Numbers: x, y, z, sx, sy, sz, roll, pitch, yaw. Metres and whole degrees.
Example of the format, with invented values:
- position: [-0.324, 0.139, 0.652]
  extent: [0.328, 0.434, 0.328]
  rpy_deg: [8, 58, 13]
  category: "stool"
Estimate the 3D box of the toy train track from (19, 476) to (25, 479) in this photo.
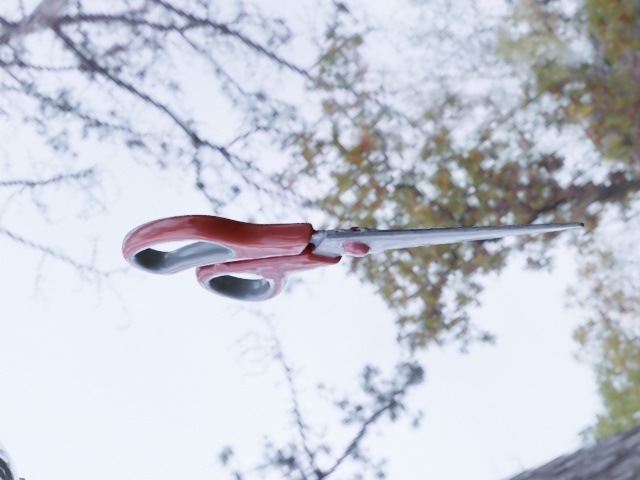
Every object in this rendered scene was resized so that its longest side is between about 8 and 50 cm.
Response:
- position: [-0.181, 0.118, 0.688]
  extent: [0.083, 0.048, 0.014]
  rpy_deg: [55, -146, -30]
  category: "toy train track"

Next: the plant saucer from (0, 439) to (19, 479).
- position: [-0.262, -0.003, 0.291]
  extent: [0.400, 0.400, 0.100]
  rpy_deg: [10, -88, -44]
  category: "plant saucer"

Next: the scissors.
- position: [0.000, 0.000, 0.735]
  extent: [0.109, 0.297, 0.021]
  rpy_deg: [29, -116, -35]
  category: "scissors"
